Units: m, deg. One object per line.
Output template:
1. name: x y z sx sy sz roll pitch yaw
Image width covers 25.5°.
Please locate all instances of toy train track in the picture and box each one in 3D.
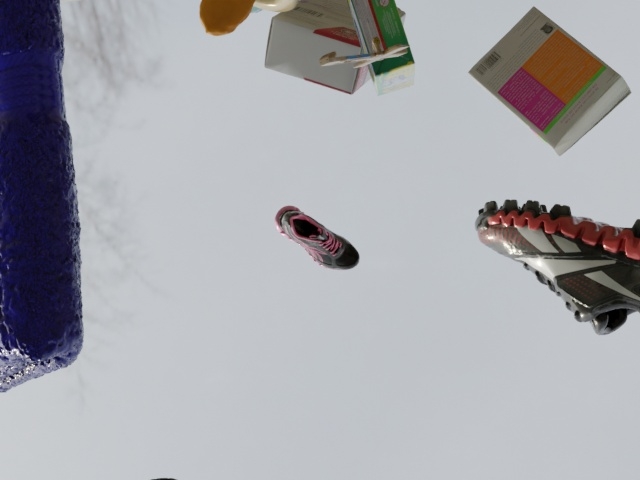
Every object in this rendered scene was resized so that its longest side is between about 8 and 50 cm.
1. toy train track: 0.029 -0.132 0.985 0.048 0.014 0.083 -18 178 44

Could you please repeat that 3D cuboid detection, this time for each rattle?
1. rattle: -0.104 -0.279 1.736 0.130 0.143 0.199 15 166 -20

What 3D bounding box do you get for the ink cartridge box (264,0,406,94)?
1. ink cartridge box: 0.022 -0.262 1.841 0.127 0.072 0.175 19 -152 15

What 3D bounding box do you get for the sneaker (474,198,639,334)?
1. sneaker: 0.283 0.030 1.556 0.276 0.135 0.097 14 -174 36

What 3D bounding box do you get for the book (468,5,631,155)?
1. book: 0.224 -0.160 1.405 0.096 0.035 0.144 -44 -129 5

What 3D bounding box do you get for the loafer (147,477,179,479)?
1. loafer: -0.166 0.296 1.409 0.062 0.170 0.061 0 -131 -15

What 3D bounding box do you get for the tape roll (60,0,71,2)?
1. tape roll: -0.222 -0.361 1.504 0.392 0.072 0.392 -18 172 -3

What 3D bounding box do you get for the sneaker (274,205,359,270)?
1. sneaker: 0.000 0.000 1.723 0.047 0.119 0.057 -61 -164 -9

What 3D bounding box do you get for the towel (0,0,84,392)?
1. towel: -0.234 -0.054 0.974 0.076 0.308 0.227 -1 168 -27

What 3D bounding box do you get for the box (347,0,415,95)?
1. box: 0.055 -0.197 1.331 0.043 0.105 0.179 -18 178 5
